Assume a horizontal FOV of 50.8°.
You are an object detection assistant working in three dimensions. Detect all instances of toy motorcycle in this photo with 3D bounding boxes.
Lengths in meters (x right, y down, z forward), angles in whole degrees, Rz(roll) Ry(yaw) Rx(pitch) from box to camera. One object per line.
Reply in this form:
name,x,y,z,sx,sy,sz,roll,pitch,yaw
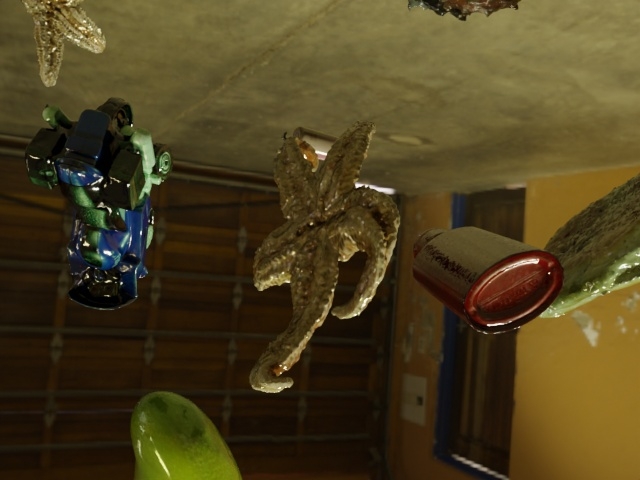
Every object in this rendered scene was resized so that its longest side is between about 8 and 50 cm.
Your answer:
toy motorcycle,-0.269,-0.031,0.860,0.125,0.196,0.331,14,149,1

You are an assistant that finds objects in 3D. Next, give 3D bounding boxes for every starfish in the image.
starfish,-0.009,-0.005,0.410,0.053,0.209,0.150,29,144,-19
starfish,-0.392,-0.348,1.001,0.071,0.238,0.216,19,-171,33

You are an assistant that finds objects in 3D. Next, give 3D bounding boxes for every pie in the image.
pie,0.374,-0.008,0.844,0.067,0.302,0.302,44,178,1

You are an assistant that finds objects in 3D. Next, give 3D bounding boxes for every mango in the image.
mango,-0.184,0.330,0.924,0.175,0.293,0.143,22,-140,35

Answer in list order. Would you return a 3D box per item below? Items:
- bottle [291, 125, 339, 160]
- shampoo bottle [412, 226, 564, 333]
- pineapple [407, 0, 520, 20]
bottle,0.003,-0.151,1.077,0.096,0.045,0.045,11,175,-23
shampoo bottle,0.160,0.029,0.731,0.102,0.064,0.260,-32,-170,-2
pineapple,0.185,-0.390,0.932,0.141,0.170,0.310,-27,-160,-3
